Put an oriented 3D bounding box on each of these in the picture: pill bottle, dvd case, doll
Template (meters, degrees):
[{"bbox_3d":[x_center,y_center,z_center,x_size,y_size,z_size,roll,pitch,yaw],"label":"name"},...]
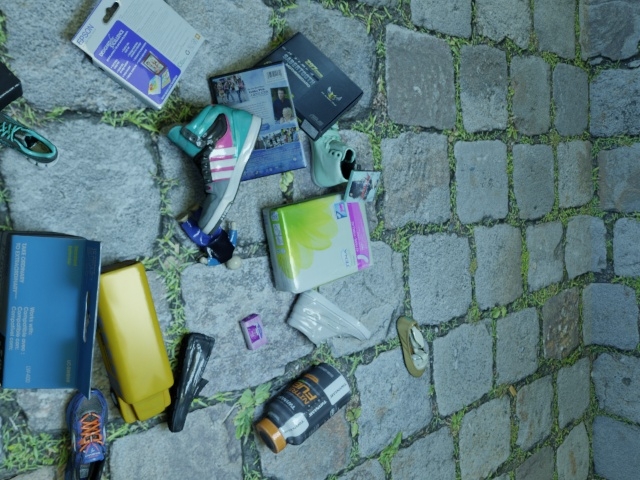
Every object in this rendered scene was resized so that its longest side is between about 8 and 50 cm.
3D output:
[{"bbox_3d":[-0.047,0.438,1.310,0.245,0.130,0.131,-33,111,-32],"label":"pill bottle"},{"bbox_3d":[0.113,-0.143,1.333,0.119,0.013,0.087,-8,119,-48],"label":"dvd case"},{"bbox_3d":[-0.246,-0.003,1.185,0.129,0.046,0.189,-48,119,-24],"label":"doll"},{"bbox_3d":[-0.146,-0.279,1.198,0.180,0.022,0.253,-12,103,3],"label":"dvd case"}]

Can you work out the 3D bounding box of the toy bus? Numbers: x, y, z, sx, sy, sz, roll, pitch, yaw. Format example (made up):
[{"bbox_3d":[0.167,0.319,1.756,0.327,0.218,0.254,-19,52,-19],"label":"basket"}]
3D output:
[{"bbox_3d":[-0.387,0.211,1.034,0.108,0.130,0.333,-19,104,-35],"label":"toy bus"}]

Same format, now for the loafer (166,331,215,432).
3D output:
[{"bbox_3d":[-0.293,0.323,1.147,0.078,0.076,0.223,18,78,-29],"label":"loafer"}]

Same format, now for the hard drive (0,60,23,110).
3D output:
[{"bbox_3d":[-0.685,-0.292,0.771,0.339,0.064,0.237,45,66,-15],"label":"hard drive"}]

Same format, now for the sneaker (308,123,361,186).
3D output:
[{"bbox_3d":[0.038,-0.271,1.324,0.094,0.151,0.256,-12,100,-37],"label":"sneaker"}]

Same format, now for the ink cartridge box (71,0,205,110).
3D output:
[{"bbox_3d":[-0.378,-0.419,1.061,0.208,0.045,0.206,37,71,-34],"label":"ink cartridge box"}]

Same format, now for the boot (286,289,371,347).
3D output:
[{"bbox_3d":[0.021,0.242,1.388,0.258,0.095,0.123,37,76,-24],"label":"boot"}]

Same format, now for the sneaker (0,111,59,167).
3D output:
[{"bbox_3d":[-0.554,-0.193,0.917,0.166,0.076,0.065,28,75,-35],"label":"sneaker"}]

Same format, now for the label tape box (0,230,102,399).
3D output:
[{"bbox_3d":[-0.469,0.106,0.836,0.105,0.333,0.241,4,90,-38],"label":"label tape box"}]

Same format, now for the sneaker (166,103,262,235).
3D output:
[{"bbox_3d":[-0.256,-0.174,1.103,0.178,0.124,0.296,22,77,-19],"label":"sneaker"}]

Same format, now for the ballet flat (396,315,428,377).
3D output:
[{"bbox_3d":[0.303,0.349,1.612,0.080,0.073,0.232,-34,112,-31],"label":"ballet flat"}]

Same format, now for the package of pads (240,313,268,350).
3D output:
[{"bbox_3d":[-0.167,0.230,1.267,0.050,0.032,0.083,-26,108,-35],"label":"package of pads"}]

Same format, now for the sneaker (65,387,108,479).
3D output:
[{"bbox_3d":[-0.461,0.408,1.014,0.083,0.087,0.221,-1,93,-38],"label":"sneaker"}]

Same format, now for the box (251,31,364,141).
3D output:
[{"bbox_3d":[-0.033,-0.387,1.262,0.232,0.059,0.183,44,63,-1],"label":"box"}]

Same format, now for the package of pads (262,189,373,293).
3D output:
[{"bbox_3d":[0.000,0.000,1.342,0.296,0.101,0.229,-16,101,-36],"label":"package of pads"}]
